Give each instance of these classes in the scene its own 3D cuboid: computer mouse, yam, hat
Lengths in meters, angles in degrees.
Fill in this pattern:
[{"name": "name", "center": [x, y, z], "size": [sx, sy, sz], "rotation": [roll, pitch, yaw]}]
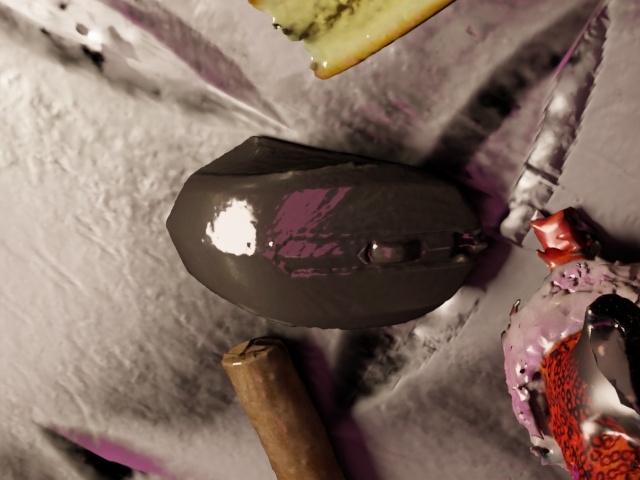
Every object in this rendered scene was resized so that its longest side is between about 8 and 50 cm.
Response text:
[{"name": "computer mouse", "center": [0.000, 0.000, 0.891], "size": [0.172, 0.057, 0.099], "rotation": [3, 109, 10]}, {"name": "yam", "center": [0.018, 0.201, 0.994], "size": [0.045, 0.045, 0.326], "rotation": [0, 119, 48]}, {"name": "hat", "center": [0.143, 0.095, 0.815], "size": [0.129, 0.227, 0.140], "rotation": [-11, 118, 18]}]

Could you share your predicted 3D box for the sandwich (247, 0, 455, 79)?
[{"name": "sandwich", "center": [0.075, -0.176, 0.777], "size": [0.244, 0.088, 0.090], "rotation": [-36, 112, 21]}]
